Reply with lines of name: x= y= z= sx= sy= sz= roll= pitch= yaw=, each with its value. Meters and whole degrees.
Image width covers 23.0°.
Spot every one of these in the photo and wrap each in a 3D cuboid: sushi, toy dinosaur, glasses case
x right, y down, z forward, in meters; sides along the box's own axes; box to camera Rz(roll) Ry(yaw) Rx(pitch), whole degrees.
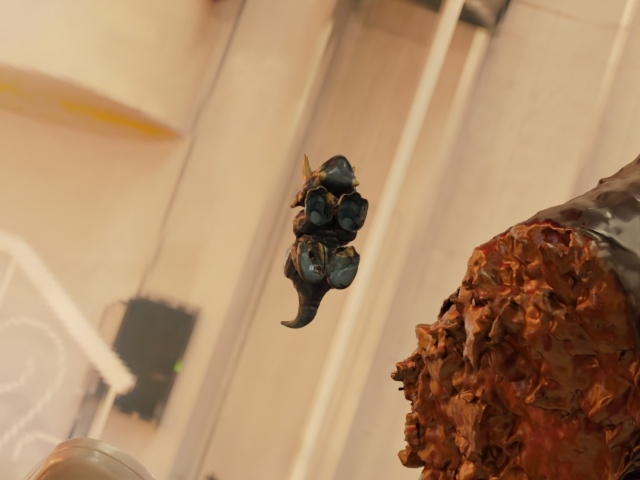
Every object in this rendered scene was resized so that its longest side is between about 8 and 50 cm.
sushi: x=0.188 y=0.091 z=0.986 sx=0.234 sy=0.207 sz=0.348 roll=56 pitch=-22 yaw=18
toy dinosaur: x=0.000 y=0.000 z=0.733 sx=0.030 sy=0.083 sz=0.047 roll=12 pitch=-12 yaw=-12
glasses case: x=-0.170 y=0.190 z=0.961 sx=0.076 sy=0.049 sz=0.197 roll=36 pitch=-57 yaw=-13
